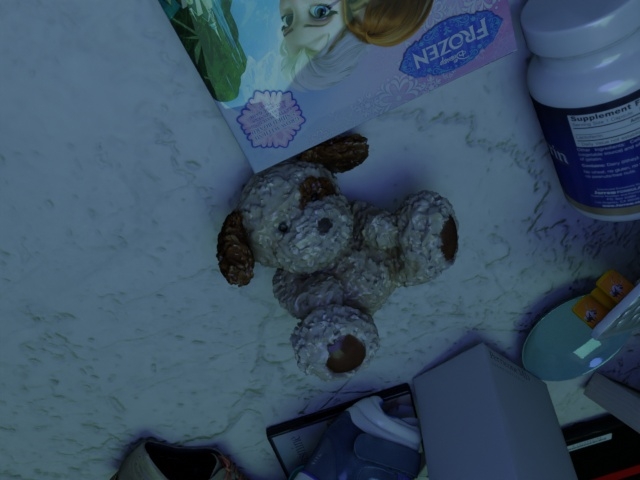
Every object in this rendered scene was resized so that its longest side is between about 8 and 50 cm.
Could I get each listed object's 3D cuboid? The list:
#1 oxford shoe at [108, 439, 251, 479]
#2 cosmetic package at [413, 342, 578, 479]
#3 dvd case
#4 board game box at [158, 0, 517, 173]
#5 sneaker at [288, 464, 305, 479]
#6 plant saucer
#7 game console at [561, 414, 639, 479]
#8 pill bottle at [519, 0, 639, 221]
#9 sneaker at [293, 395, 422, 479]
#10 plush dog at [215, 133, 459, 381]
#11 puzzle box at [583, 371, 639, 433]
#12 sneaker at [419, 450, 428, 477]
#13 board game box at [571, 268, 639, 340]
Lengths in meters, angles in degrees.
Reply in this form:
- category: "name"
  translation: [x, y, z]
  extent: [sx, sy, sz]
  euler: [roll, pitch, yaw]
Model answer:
- category: "oxford shoe"
  translation: [-0.164, 0.420, 0.969]
  extent: [0.348, 0.123, 0.130]
  euler: [24, 110, -27]
- category: "cosmetic package"
  translation: [0.271, 0.365, 0.869]
  extent: [0.197, 0.365, 0.155]
  euler: [31, 127, -30]
- category: "dvd case"
  translation: [0.050, 0.349, 1.030]
  extent: [0.253, 0.022, 0.180]
  euler: [-18, 126, -1]
- category: "board game box"
  translation: [0.005, -0.266, 0.572]
  extent: [0.319, 0.066, 0.318]
  euler: [-25, 126, 4]
- category: "sneaker"
  translation: [0.058, 0.456, 1.020]
  extent: [0.319, 0.208, 0.127]
  euler: [-19, 177, -41]
- category: "plant saucer"
  translation: [0.416, 0.152, 0.973]
  extent: [0.195, 0.037, 0.194]
  euler: [-6, 124, -9]
- category: "game console"
  translation: [0.540, 0.497, 1.236]
  extent: [0.387, 0.060, 0.342]
  euler: [-16, 120, -3]
- category: "pill bottle"
  translation: [0.325, -0.160, 0.668]
  extent: [0.153, 0.153, 0.264]
  euler: [-30, 125, 8]
- category: "sneaker"
  translation: [0.126, 0.402, 0.926]
  extent: [0.323, 0.130, 0.236]
  euler: [49, 61, -6]
- category: "plush dog"
  translation: [0.000, 0.000, 0.712]
  extent: [0.262, 0.211, 0.225]
  euler: [-46, 111, -15]
- category: "puzzle box"
  translation: [0.651, 0.353, 0.925]
  extent: [0.272, 0.409, 0.052]
  euler: [24, 96, -17]
- category: "sneaker"
  translation: [0.238, 0.384, 1.074]
  extent: [0.085, 0.058, 0.152]
  euler: [14, 124, -15]
- category: "board game box"
  translation: [0.528, -0.037, 0.764]
  extent: [0.390, 0.050, 0.390]
  euler: [3, 128, -49]
